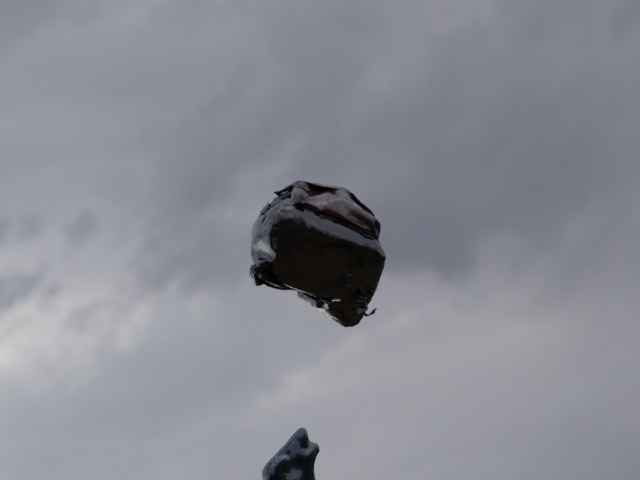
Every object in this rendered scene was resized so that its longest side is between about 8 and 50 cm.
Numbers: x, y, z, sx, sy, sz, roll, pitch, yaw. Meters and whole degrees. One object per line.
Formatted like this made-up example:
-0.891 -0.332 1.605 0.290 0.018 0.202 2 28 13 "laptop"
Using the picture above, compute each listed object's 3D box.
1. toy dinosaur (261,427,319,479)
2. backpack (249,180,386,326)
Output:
0.055 0.245 0.689 0.147 0.363 0.076 -10 10 -31 "toy dinosaur"
-0.003 -0.002 1.434 0.120 0.165 0.106 21 -75 -12 "backpack"
